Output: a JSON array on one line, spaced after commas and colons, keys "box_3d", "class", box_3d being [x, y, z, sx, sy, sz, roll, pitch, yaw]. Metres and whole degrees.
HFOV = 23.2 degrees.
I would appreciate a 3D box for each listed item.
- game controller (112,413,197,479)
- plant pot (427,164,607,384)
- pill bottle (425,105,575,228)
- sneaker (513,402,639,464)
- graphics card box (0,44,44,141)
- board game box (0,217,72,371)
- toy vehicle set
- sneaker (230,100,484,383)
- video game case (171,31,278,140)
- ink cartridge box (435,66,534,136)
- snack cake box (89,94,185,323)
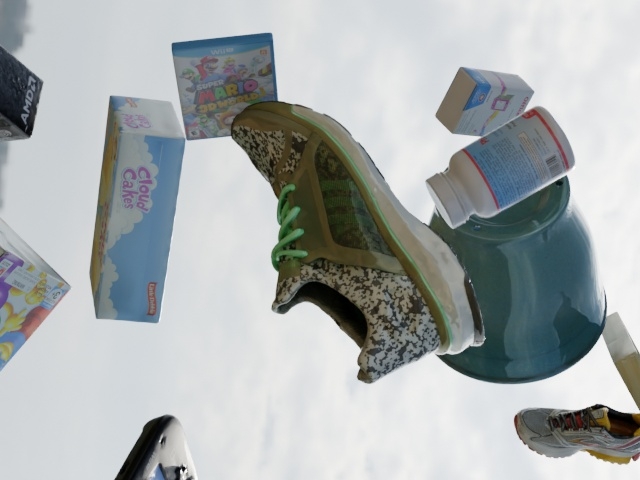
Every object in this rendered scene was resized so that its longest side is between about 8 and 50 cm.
[{"box_3d": [-0.224, 0.354, 1.811, 0.319, 0.067, 0.166, -63, 159, -44], "class": "game controller"}, {"box_3d": [0.259, 0.017, 2.160, 0.255, 0.271, 0.272, 78, 4, -48], "class": "plant pot"}, {"box_3d": [0.205, -0.081, 1.792, 0.087, 0.160, 0.087, 60, -4, 6], "class": "pill bottle"}, {"box_3d": [0.420, 0.294, 2.509, 0.093, 0.225, 0.088, 105, -13, -47], "class": "sneaker"}, {"box_3d": [-0.534, -0.231, 1.887, 0.371, 0.232, 0.094, 44, 48, -54], "class": "graphics card box"}, {"box_3d": [-0.417, 0.094, 1.602, 0.275, 0.144, 0.142, -49, 153, 0], "class": "board game box"}, {"box_3d": [0.458, 0.206, 2.226, 0.166, 0.035, 0.267, 61, 9, -5], "class": "toy vehicle set"}, {"box_3d": [0.000, 0.000, 1.773, 0.410, 0.182, 0.158, 47, -24, 28], "class": "sneaker"}, {"box_3d": [-0.111, -0.182, 1.872, 0.166, 0.119, 0.015, 87, -3, -54], "class": "video game case"}, {"box_3d": [0.243, -0.201, 2.298, 0.052, 0.122, 0.089, 50, -55, 38], "class": "ink cartridge box"}, {"box_3d": [-0.245, -0.041, 2.059, 0.152, 0.089, 0.264, -115, -147, -65], "class": "snack cake box"}]
